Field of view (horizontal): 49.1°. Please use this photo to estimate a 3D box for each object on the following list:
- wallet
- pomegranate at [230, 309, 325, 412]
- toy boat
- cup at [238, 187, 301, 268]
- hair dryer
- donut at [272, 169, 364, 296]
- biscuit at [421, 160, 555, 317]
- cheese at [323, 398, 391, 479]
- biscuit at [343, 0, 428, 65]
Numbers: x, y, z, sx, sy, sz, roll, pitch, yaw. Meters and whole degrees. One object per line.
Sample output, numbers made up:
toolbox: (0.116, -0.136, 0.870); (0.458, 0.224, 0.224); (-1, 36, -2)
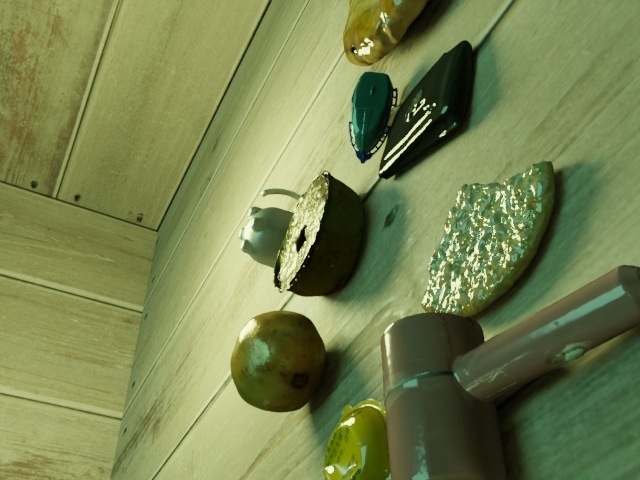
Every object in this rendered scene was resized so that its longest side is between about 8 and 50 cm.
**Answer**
wallet: (0.169, -0.213, 1.183); (0.245, 0.052, 0.168); (-38, 34, 60)
pomegranate: (-0.082, 0.213, 1.262); (0.196, 0.196, 0.196); (-52, 28, 42)
toy boat: (0.099, -0.227, 1.350); (0.110, 0.091, 0.175); (53, -133, -73)
cup: (-0.094, -0.025, 1.551); (0.173, 0.142, 0.134); (-68, 20, 6)
hair dryer: (0.199, 0.139, 0.715); (0.352, 0.125, 0.210); (-43, 34, 40)
donut: (0.000, 0.000, 1.357); (0.272, 0.107, 0.272); (-58, 19, 33)
biscuit: (0.209, -0.001, 0.898); (0.265, 0.040, 0.188); (-53, 27, 37)
cheese: (0.068, 0.319, 0.938); (0.177, 0.069, 0.270); (-68, 23, 12)
biscuit: (0.169, -0.562, 1.405); (0.429, 0.104, 0.446); (-44, 30, 52)
